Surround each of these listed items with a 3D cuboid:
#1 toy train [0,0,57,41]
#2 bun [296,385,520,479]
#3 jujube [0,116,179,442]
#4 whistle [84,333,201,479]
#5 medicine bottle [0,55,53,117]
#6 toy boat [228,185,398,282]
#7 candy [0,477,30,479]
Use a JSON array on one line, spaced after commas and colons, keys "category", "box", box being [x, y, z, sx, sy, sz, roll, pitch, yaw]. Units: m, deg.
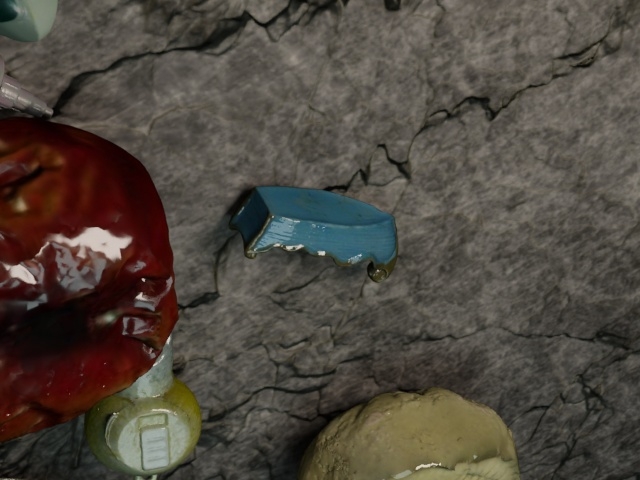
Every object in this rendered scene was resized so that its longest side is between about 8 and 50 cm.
[{"category": "toy train", "box": [-0.256, -0.321, 1.055, 0.088, 0.086, 0.406, -36, 124, -51]}, {"category": "bun", "box": [0.087, 0.262, 1.752, 0.259, 0.152, 0.259, -17, 145, -13]}, {"category": "jujube", "box": [-0.313, 0.040, 1.321, 0.377, 0.276, 0.276, -10, 131, -12]}, {"category": "whistle", "box": [-0.183, 0.144, 1.588, 0.123, 0.123, 0.223, -7, 109, -18]}, {"category": "medicine bottle", "box": [-0.307, -0.143, 1.308, 0.199, 0.057, 0.057, 25, 115, -36]}, {"category": "toy boat", "box": [0.000, 0.000, 1.547, 0.186, 0.075, 0.077, 5, 122, -32]}, {"category": "candy", "box": [-0.346, 0.388, 1.651, 0.296, 0.185, 0.295, -12, 126, -17]}]
